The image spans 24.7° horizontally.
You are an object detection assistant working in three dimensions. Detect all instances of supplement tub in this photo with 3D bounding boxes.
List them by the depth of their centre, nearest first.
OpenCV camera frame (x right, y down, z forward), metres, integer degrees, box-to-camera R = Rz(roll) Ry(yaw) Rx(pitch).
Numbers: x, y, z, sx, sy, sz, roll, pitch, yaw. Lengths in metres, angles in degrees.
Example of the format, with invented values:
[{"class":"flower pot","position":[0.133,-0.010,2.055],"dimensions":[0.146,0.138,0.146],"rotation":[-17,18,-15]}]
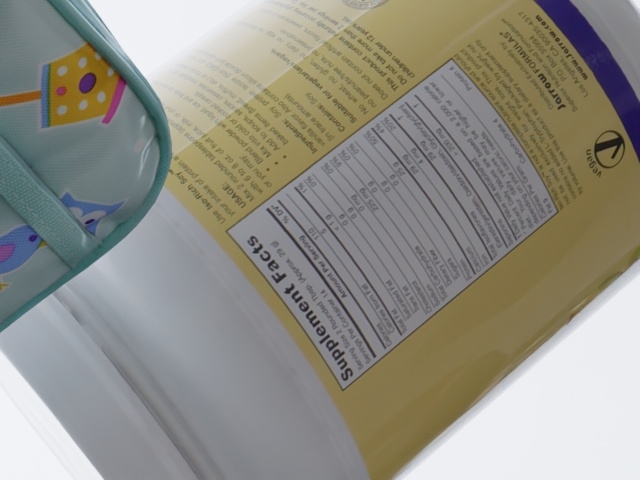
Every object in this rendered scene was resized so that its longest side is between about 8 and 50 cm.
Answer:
[{"class":"supplement tub","position":[0.000,0.000,0.744],"dimensions":[0.331,0.241,0.241],"rotation":[-38,-63,-16]}]

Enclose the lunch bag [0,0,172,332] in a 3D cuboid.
[{"class":"lunch bag","position":[-0.179,-0.055,0.425],"dimensions":[0.224,0.108,0.279],"rotation":[-35,-36,0]}]
